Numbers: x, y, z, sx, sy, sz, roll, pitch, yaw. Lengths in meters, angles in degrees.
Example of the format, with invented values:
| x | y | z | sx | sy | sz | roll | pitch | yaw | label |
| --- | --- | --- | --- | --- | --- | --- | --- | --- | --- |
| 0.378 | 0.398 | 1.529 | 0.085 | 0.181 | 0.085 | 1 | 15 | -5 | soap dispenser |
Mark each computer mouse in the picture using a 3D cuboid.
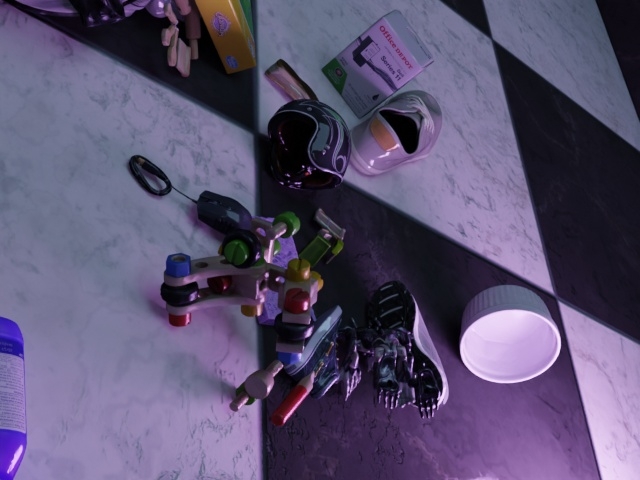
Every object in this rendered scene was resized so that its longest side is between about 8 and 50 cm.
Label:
| x | y | z | sx | sy | sz | roll | pitch | yaw | label |
| --- | --- | --- | --- | --- | --- | --- | --- | --- | --- |
| -0.213 | -0.079 | 1.519 | 0.242 | 0.041 | 0.071 | 29 | 51 | -19 | computer mouse |

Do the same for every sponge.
| x | y | z | sx | sy | sz | roll | pitch | yaw | label |
| --- | --- | --- | --- | --- | --- | --- | --- | --- | --- |
| -0.083 | 0.052 | 1.592 | 0.117 | 0.031 | 0.210 | 9 | 56 | -44 | sponge |

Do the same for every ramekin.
| x | y | z | sx | sy | sz | roll | pitch | yaw | label |
| --- | --- | --- | --- | --- | --- | --- | --- | --- | --- |
| 0.393 | 0.190 | 1.888 | 0.207 | 0.207 | 0.109 | 39 | 30 | -21 | ramekin |

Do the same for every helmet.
| x | y | z | sx | sy | sz | roll | pitch | yaw | label |
| --- | --- | --- | --- | --- | --- | --- | --- | --- | --- |
| -0.021 | -0.193 | 1.753 | 0.169 | 0.169 | 0.162 | 14 | 68 | -42 | helmet |

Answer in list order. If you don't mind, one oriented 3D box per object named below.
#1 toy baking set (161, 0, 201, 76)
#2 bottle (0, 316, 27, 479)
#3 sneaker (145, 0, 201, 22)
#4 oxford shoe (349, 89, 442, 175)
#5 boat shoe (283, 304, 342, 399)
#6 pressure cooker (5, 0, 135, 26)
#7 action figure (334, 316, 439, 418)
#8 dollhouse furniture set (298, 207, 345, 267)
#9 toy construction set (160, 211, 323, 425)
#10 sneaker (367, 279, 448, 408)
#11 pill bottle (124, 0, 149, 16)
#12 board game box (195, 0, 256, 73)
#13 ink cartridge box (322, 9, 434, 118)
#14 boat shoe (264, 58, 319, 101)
| x | y | z | sx | sy | sz | roll | pitch | yaw | label |
| --- | --- | --- | --- | --- | --- | --- | --- | --- | --- |
| -0.255 | -0.431 | 1.649 | 0.197 | 0.030 | 0.256 | -63 | 154 | -78 | toy baking set |
| -0.401 | 0.225 | 1.037 | 0.118 | 0.092 | 0.283 | 15 | 52 | -41 | bottle |
| -0.275 | -0.469 | 1.771 | 0.152 | 0.061 | 0.054 | -13 | 70 | -54 | sneaker |
| 0.207 | -0.271 | 2.107 | 0.169 | 0.130 | 0.449 | 53 | 34 | 1 | oxford shoe |
| 0.005 | 0.194 | 1.558 | 0.083 | 0.065 | 0.183 | 50 | 42 | -10 | boat shoe |
| -0.408 | -0.572 | 1.433 | 0.369 | 0.375 | 0.421 | 12 | 53 | -47 | pressure cooker |
| 0.105 | 0.225 | 1.580 | 0.164 | 0.141 | 0.276 | 8 | 11 | -14 | action figure |
| 0.000 | 0.000 | 1.738 | 0.076 | 0.058 | 0.152 | 40 | 18 | -8 | dollhouse furniture set |
| -0.077 | 0.100 | 1.413 | 0.237 | 0.257 | 0.309 | -40 | 115 | -59 | toy construction set |
| 0.169 | 0.204 | 1.723 | 0.108 | 0.100 | 0.272 | 41 | 27 | -61 | sneaker |
| -0.335 | -0.468 | 1.648 | 0.067 | 0.120 | 0.067 | 29 | 43 | -31 | pill bottle |
| -0.206 | -0.522 | 1.742 | 0.317 | 0.064 | 0.242 | 67 | 12 | -54 | board game box |
| 0.132 | -0.404 | 2.055 | 0.153 | 0.208 | 0.087 | 52 | 36 | -3 | ink cartridge box |
| -0.054 | -0.319 | 1.924 | 0.153 | 0.048 | 0.056 | 45 | 24 | -24 | boat shoe |
